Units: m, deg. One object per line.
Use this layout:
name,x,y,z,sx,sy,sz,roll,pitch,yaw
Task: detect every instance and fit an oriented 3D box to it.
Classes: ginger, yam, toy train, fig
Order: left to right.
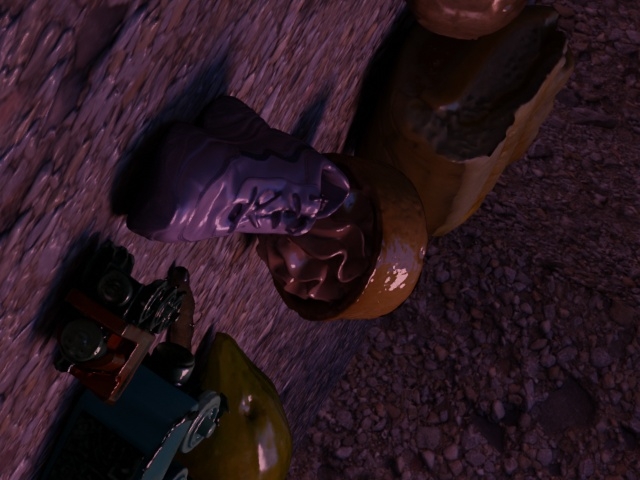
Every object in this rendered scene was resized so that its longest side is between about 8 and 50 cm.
toy train,-0.167,0.068,1.448,0.118,0.074,0.176,-58,175,-3
toy train,-0.182,0.198,1.698,0.203,0.112,0.163,-65,166,22
yam,-0.138,0.075,1.842,0.027,0.029,0.234,-47,168,-20
fig,-0.100,0.230,2.196,0.233,0.167,0.167,-58,177,37
ginger,0.201,-0.373,2.136,0.244,0.155,0.304,85,26,-65

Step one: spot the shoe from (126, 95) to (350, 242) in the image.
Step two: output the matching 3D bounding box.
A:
shoe,-0.064,-0.041,1.487,0.245,0.137,0.095,-45,158,-67

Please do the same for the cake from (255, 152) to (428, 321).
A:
cake,0.000,0.000,2.041,0.178,0.185,0.207,-1,158,-34

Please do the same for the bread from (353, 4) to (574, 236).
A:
bread,0.168,-0.162,2.414,0.300,0.210,0.341,-46,168,-23
